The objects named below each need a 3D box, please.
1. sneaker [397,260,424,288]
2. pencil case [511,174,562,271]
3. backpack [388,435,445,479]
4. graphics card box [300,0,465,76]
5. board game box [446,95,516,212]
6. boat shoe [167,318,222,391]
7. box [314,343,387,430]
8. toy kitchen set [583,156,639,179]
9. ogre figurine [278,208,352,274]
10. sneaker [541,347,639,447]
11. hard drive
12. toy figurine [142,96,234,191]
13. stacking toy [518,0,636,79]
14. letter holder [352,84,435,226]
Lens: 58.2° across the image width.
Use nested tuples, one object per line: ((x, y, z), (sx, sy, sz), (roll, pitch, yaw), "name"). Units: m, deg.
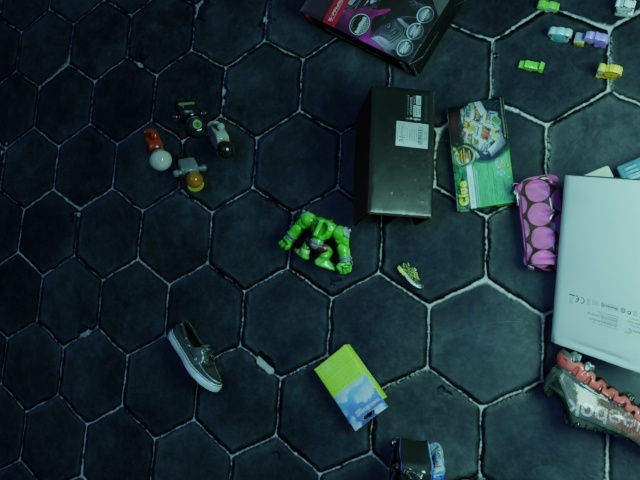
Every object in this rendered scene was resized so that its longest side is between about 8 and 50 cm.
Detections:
((0.222, 0.082, 1.387), (0.035, 0.031, 0.083), (-49, 67, 9), "sneaker")
((0.481, -0.035, 1.262), (0.098, 0.095, 0.209), (-5, 80, 2), "pencil case")
((0.204, 0.543, 1.263), (0.117, 0.158, 0.173), (5, 98, 6), "backpack")
((0.154, -0.607, 1.487), (0.371, 0.094, 0.232), (36, 96, 23), "graphics card box")
((0.380, -0.203, 1.364), (0.136, 0.030, 0.259), (-7, 79, 20), "board game box")
((-0.330, 0.307, 1.570), (0.076, 0.080, 0.228), (-50, 60, 11), "boat shoe")
((0.077, 0.356, 1.401), (0.109, 0.042, 0.178), (-42, 69, 13), "box")
((0.669, -0.090, 1.171), (0.207, 0.122, 0.166), (-24, 73, 18), "toy kitchen set")
((0.000, 0.000, 1.461), (0.197, 0.097, 0.118), (29, 106, 35), "ogre figurine")
((0.571, 0.349, 1.162), (0.276, 0.098, 0.135), (40, 98, 25), "sneaker")
((0.564, 0.057, 1.104), (0.233, 0.047, 0.352), (17, 110, 57), "hard drive")
((-0.359, -0.261, 1.589), (0.213, 0.209, 0.148), (-40, 52, 9), "toy figurine")
((0.581, -0.461, 1.304), (0.221, 0.052, 0.166), (15, 88, 25), "stacking toy")
((0.169, -0.189, 1.402), (0.152, 0.214, 0.301), (4, 82, -8), "letter holder")
